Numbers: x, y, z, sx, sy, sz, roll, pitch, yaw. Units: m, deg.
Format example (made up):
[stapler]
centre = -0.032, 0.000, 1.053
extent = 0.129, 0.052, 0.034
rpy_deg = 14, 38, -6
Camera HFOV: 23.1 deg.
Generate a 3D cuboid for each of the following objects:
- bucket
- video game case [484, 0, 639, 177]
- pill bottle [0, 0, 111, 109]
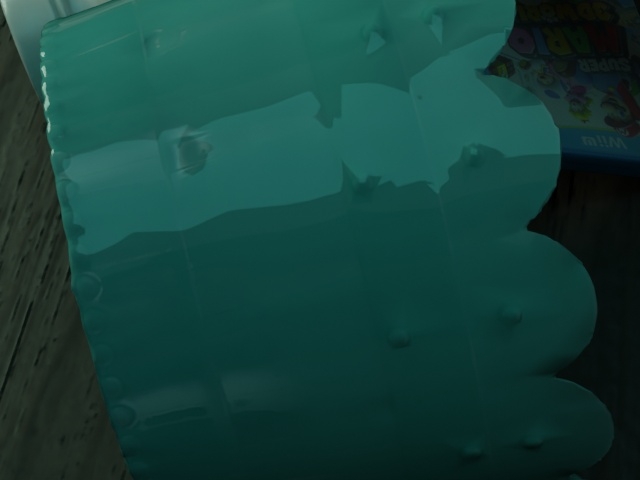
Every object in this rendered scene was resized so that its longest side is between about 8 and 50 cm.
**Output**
[bucket]
centre = 0.000, 0.000, 0.677
extent = 0.183, 0.281, 0.281
rpy_deg = -13, 55, 0
[video game case]
centre = 0.127, -0.104, 0.835
extent = 0.119, 0.015, 0.166
rpy_deg = 5, 52, -24
[pill bottle]
centre = -0.058, -0.140, 0.864
extent = 0.221, 0.124, 0.124
rpy_deg = -22, 55, -4
